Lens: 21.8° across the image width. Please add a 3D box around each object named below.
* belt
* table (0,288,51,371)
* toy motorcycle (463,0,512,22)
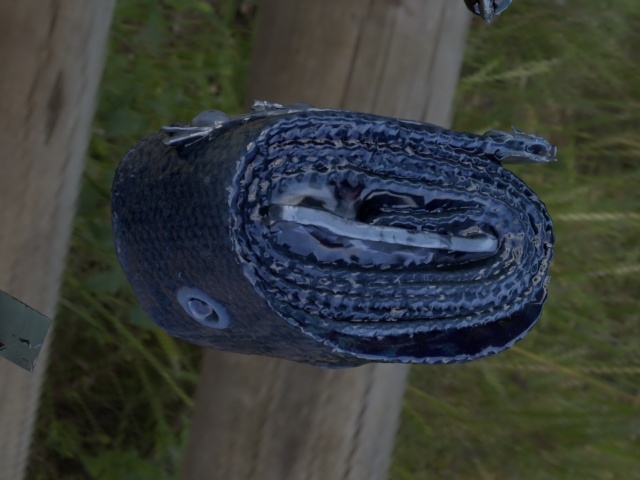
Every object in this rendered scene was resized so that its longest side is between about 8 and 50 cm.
[{"bbox_3d":[0.000,0.000,0.788,0.218,0.128,0.122,7,83,-45],"label":"belt"},{"bbox_3d":[-0.322,0.064,1.272,0.062,0.175,0.146,-67,167,23],"label":"table"},{"bbox_3d":[0.100,-0.280,1.125,0.125,0.187,0.274,-7,92,9],"label":"toy motorcycle"}]
